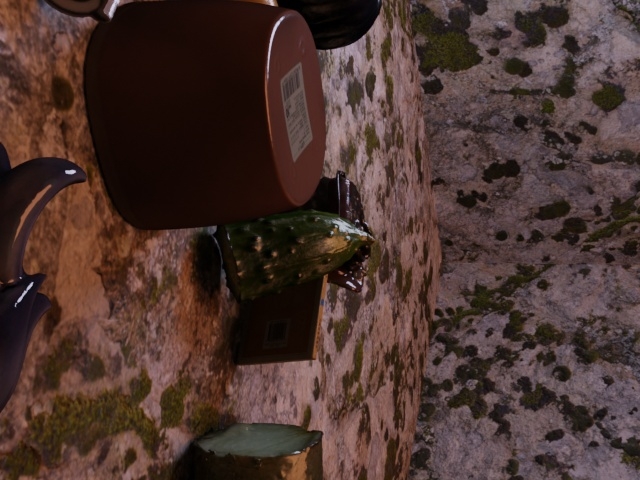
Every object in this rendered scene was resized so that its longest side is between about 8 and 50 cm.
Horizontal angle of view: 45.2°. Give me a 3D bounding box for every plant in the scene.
[{"bbox_3d":[0.000,0.000,1.428,0.178,0.204,0.234,14,70,-69],"label":"plant"}]

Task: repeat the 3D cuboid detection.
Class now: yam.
[{"bbox_3d":[-0.094,0.423,1.107,0.195,0.195,0.300,22,68,-72],"label":"yam"}]

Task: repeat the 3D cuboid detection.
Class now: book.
[{"bbox_3d":[-0.057,0.087,1.276,0.018,0.170,0.242,32,57,-42],"label":"book"}]

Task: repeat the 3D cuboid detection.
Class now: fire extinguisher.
[{"bbox_3d":[0.033,-0.054,1.317,0.064,0.043,0.158,55,33,-67],"label":"fire extinguisher"}]

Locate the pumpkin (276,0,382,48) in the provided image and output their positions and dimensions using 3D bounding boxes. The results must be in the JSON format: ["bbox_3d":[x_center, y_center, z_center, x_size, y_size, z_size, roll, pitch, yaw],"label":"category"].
[{"bbox_3d":[0.038,-0.493,1.390,0.296,0.296,0.296,0,90,-73],"label":"pumpkin"}]

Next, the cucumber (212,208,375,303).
[{"bbox_3d":[-0.034,0.014,1.187,0.134,0.244,0.134,170,-90,-75],"label":"cucumber"}]

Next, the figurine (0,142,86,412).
[{"bbox_3d":[-0.283,0.018,0.543,0.197,0.175,0.265,60,41,-66],"label":"figurine"}]

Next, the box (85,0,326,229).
[{"bbox_3d":[-0.125,-0.164,0.972,0.301,0.216,0.301,-2,90,-72],"label":"box"}]

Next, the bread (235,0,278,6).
[{"bbox_3d":[-0.117,-0.296,1.111,0.305,0.142,0.091,67,30,-45],"label":"bread"}]

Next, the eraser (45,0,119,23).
[{"bbox_3d":[-0.236,-0.389,0.814,0.171,0.087,0.290,65,30,-52],"label":"eraser"}]
